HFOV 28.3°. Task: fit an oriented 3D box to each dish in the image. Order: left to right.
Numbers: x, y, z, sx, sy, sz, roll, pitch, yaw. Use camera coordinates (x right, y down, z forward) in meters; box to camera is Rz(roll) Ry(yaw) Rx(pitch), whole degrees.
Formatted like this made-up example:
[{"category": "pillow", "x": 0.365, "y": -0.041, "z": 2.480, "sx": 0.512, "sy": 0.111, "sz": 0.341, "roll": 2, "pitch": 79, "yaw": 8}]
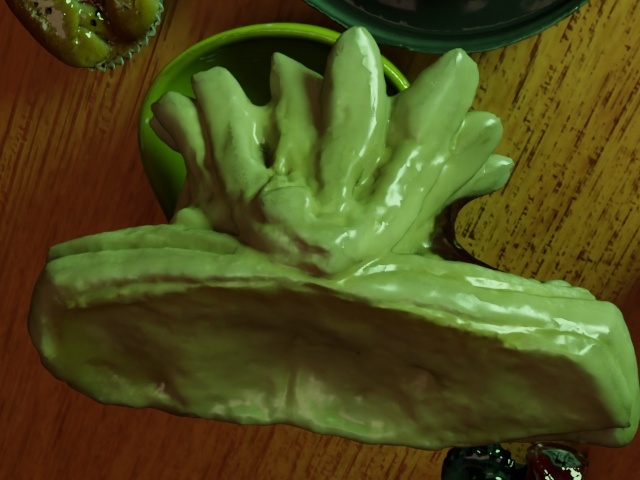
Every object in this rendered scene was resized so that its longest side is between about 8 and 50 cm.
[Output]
[{"category": "dish", "x": -0.010, "y": -0.049, "z": 0.986, "sx": 0.221, "sy": 0.108, "sz": 0.262, "roll": -5, "pitch": 111, "yaw": 18}]

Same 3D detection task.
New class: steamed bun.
[{"category": "steamed bun", "x": 0.000, "y": 0.000, "z": 0.866, "sx": 0.428, "sy": 0.189, "sz": 0.247, "roll": 2, "pitch": 142, "yaw": 16}]

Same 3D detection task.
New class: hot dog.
[{"category": "hot dog", "x": -0.213, "y": -0.258, "z": 0.982, "sx": 0.144, "sy": 0.075, "sz": 0.268, "roll": -22, "pitch": 107, "yaw": 22}]

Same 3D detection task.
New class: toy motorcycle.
[{"category": "toy motorcycle", "x": 0.196, "y": 0.241, "z": 1.062, "sx": 0.122, "sy": 0.082, "sz": 0.213, "roll": -21, "pitch": 113, "yaw": 35}]

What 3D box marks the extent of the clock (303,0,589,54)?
[{"category": "clock", "x": 0.085, "y": -0.292, "z": 0.874, "sx": 0.325, "sy": 0.067, "sz": 0.325, "roll": 7, "pitch": 114, "yaw": 16}]
